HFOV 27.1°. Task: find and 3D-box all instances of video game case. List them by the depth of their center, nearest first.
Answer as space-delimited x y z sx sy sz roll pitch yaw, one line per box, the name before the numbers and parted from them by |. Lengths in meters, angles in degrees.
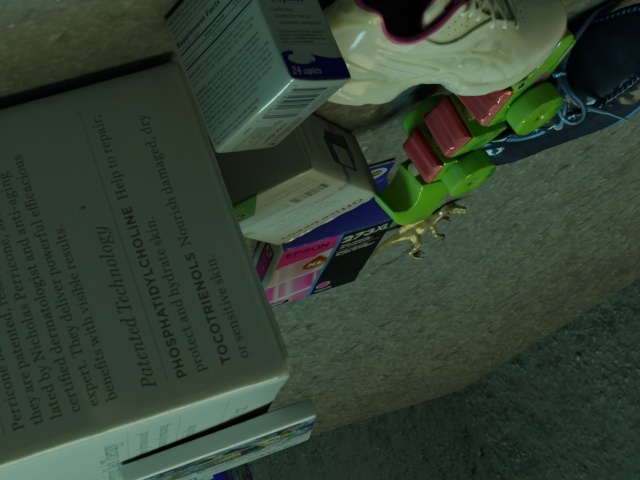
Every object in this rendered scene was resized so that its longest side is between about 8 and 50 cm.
video game case | -0.104 0.220 1.382 0.201 0.023 0.183 -18 166 -8

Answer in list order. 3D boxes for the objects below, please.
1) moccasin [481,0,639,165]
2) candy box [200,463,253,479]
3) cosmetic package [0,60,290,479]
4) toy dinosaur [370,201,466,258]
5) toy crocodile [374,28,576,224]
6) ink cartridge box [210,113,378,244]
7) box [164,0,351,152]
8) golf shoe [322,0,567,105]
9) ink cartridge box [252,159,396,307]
moccasin | 0.278 -0.170 1.586 0.117 0.138 0.342 0 154 -43
candy box | -0.179 0.242 1.662 0.122 0.317 0.268 -20 178 0
cosmetic package | -0.279 0.077 1.308 0.394 0.327 0.329 -18 165 -13
toy dinosaur | 0.148 -0.013 2.133 0.183 0.053 0.092 -29 149 0
toy crocodile | 0.171 -0.142 1.519 0.105 0.115 0.340 -20 161 -40
ink cartridge box | -0.046 -0.073 1.559 0.154 0.093 0.212 -27 163 19
box | -0.056 -0.165 1.143 0.072 0.137 0.126 -9 160 -42
golf shoe | 0.131 -0.212 1.296 0.306 0.115 0.140 -15 160 -27
ink cartridge box | 0.000 0.000 1.933 0.176 0.069 0.371 -17 162 -16
